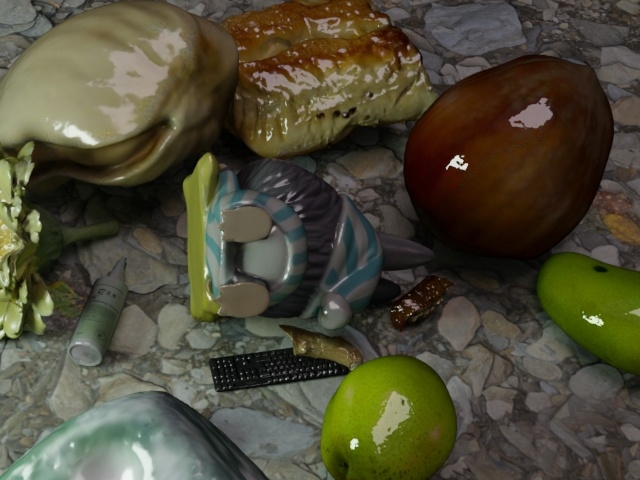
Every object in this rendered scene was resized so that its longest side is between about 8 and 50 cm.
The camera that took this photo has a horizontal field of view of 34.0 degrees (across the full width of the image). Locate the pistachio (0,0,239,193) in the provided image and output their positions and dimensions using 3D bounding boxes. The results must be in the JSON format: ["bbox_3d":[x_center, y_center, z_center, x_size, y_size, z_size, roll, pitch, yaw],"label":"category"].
[{"bbox_3d":[-0.343,-0.235,1.734,0.445,0.281,0.365,-20,41,10],"label":"pistachio"}]

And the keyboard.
[{"bbox_3d":[-0.062,0.189,1.574,0.204,0.013,0.061,-6,48,-15],"label":"keyboard"}]

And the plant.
[{"bbox_3d":[-0.482,-0.004,1.603,0.261,0.297,0.306,-10,90,11],"label":"plant"}]

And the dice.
[{"bbox_3d":[-0.175,0.388,1.089,0.348,0.330,0.328,-42,61,-6],"label":"dice"}]

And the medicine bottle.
[{"bbox_3d":[-0.326,0.097,1.585,0.057,0.057,0.199,12,46,2],"label":"medicine bottle"}]

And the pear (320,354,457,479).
[{"bbox_3d":[0.086,0.260,1.414,0.187,0.187,0.220,23,45,12],"label":"pear"}]

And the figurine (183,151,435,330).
[{"bbox_3d":[0.000,0.000,1.540,0.377,0.266,0.361,-3,9,-15],"label":"figurine"}]

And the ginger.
[{"bbox_3d":[-0.001,0.160,1.574,0.137,0.057,0.044,15,91,-2],"label":"ginger"}]

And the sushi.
[{"bbox_3d":[0.164,0.096,1.674,0.055,0.052,0.120,47,52,8],"label":"sushi"}]

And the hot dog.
[{"bbox_3d":[-0.038,-0.299,1.923,0.365,0.196,0.367,-15,44,-21],"label":"hot dog"}]

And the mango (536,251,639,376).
[{"bbox_3d":[0.470,0.110,1.659,0.293,0.143,0.175,32,48,32],"label":"mango"}]

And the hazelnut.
[{"bbox_3d":[0.309,-0.138,1.726,0.366,0.366,0.366,5,47,-5],"label":"hazelnut"}]
